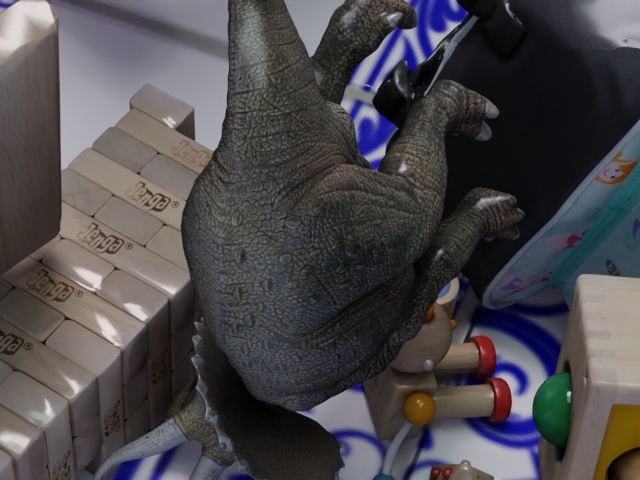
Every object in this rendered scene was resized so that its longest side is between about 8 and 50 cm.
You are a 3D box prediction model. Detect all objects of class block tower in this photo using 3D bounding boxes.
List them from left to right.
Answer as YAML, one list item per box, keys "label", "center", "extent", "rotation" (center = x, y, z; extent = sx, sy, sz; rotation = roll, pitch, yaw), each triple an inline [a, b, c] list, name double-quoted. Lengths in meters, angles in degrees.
- label: "block tower"
  center: [-0.140, 0.074, 0.738]
  extent: [0.097, 0.091, 0.335]
  rotation: [29, 54, 17]

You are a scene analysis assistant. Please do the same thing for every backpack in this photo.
- label: "backpack"
  center: [0.187, -0.078, 0.810]
  extent: [0.253, 0.225, 0.191]
  rotation: [-30, 75, -34]

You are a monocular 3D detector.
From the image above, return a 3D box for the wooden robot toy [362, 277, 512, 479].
- label: "wooden robot toy"
  center: [0.048, 0.044, 0.787]
  extent: [0.076, 0.079, 0.173]
  rotation: [-9, 52, -12]

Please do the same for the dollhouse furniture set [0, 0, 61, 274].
- label: "dollhouse furniture set"
  center: [-0.083, -0.204, 0.720]
  extent: [0.394, 0.362, 0.256]
  rotation: [-37, 76, -21]

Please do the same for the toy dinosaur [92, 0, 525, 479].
- label: "toy dinosaur"
  center: [0.000, 0.000, 0.660]
  extent: [0.121, 0.313, 0.160]
  rotation: [26, 58, 12]

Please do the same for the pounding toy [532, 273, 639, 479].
- label: "pounding toy"
  center: [0.143, 0.097, 0.732]
  extent: [0.141, 0.130, 0.100]
  rotation: [4, 38, -2]
